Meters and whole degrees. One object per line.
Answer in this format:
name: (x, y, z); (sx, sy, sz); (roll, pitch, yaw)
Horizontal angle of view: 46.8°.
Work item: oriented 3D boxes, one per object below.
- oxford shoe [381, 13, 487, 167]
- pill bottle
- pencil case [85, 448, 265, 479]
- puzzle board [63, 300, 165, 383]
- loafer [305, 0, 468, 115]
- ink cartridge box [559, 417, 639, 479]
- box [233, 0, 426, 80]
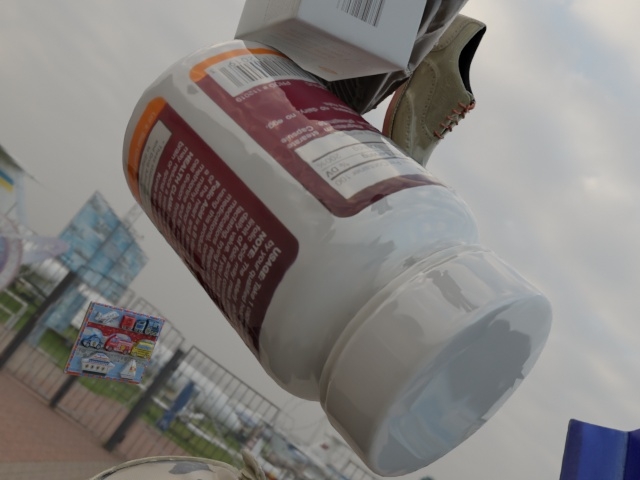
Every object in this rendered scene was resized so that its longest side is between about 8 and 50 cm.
oxford shoe: (0.189, -0.217, 1.247); (0.130, 0.348, 0.123); (14, 6, 23)
pill bottle: (0.000, 0.000, 0.670); (0.392, 0.224, 0.224); (46, -7, 35)
pencil case: (-0.129, 0.389, 0.612); (0.183, 0.410, 0.160); (3, -1, -38)
puzzle board: (-0.267, 0.138, 0.974); (0.011, 0.096, 0.128); (17, -5, 38)
loafer: (0.090, -0.251, 0.950); (0.134, 0.130, 0.366); (68, -24, 2)
ink cartridge box: (0.326, 0.225, 0.490); (0.333, 0.165, 0.065); (11, -30, 17)
box: (0.006, -0.235, 0.765); (0.130, 0.091, 0.170); (17, 0, -28)
